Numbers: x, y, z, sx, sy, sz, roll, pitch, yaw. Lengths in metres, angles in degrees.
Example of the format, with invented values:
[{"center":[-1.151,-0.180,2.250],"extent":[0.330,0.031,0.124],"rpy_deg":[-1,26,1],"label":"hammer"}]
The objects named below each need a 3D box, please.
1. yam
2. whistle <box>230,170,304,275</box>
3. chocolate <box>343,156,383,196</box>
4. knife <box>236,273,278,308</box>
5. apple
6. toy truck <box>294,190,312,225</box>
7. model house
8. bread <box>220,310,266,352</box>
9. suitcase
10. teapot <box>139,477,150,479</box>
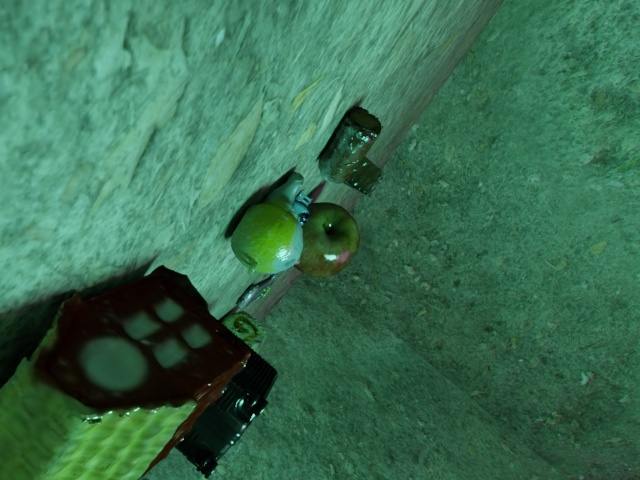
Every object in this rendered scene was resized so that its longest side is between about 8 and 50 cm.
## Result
[{"center":[0.054,-0.183,0.917],"extent":[0.079,0.079,0.141],"rpy_deg":[-46,175,-48],"label":"yam"},{"center":[-0.067,-0.027,0.776],"extent":[0.123,0.122,0.223],"rpy_deg":[-55,-171,50],"label":"whistle"},{"center":[0.123,-0.188,1.396],"extent":[0.112,0.111,0.321],"rpy_deg":[-53,176,7],"label":"chocolate"},{"center":[-0.210,0.178,1.597],"extent":[0.132,0.038,0.398],"rpy_deg":[-53,176,4],"label":"knife"},{"center":[0.000,0.000,1.191],"extent":[0.188,0.188,0.174],"rpy_deg":[-48,-176,-29],"label":"apple"},{"center":[-0.051,-0.066,1.017],"extent":[0.073,0.056,0.090],"rpy_deg":[-48,-168,36],"label":"toy truck"},{"center":[-0.213,0.159,0.447],"extent":[0.196,0.160,0.254],"rpy_deg":[-51,175,16],"label":"model house"},{"center":[-0.318,0.387,1.463],"extent":[0.338,0.155,0.187],"rpy_deg":[-52,172,23],"label":"bread"},{"center":[-0.206,0.251,0.869],"extent":[0.152,0.229,0.335],"rpy_deg":[-49,176,-4],"label":"suitcase"},{"center":[-0.472,0.561,0.891],"extent":[0.423,0.253,0.280],"rpy_deg":[-29,142,3],"label":"teapot"}]
